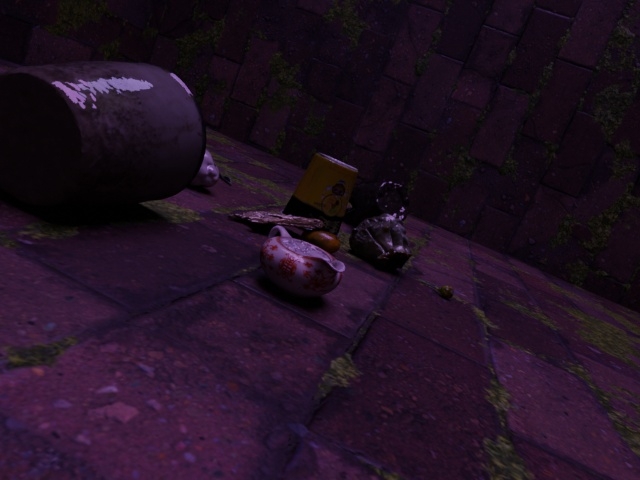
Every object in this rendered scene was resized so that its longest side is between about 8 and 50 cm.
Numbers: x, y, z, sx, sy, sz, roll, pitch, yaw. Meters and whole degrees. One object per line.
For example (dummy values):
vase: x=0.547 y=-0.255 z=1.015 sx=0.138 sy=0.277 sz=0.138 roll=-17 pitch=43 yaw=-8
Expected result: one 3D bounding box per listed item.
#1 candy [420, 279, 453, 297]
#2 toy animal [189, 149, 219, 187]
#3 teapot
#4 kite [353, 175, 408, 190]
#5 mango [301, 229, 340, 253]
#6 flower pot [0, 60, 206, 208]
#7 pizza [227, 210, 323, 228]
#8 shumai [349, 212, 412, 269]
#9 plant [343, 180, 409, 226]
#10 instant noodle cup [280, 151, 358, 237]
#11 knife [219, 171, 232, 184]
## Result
candy: x=0.334 y=0.136 z=1.427 sx=0.035 sy=0.035 sz=0.123 roll=0 pitch=13 yaw=-34
toy animal: x=-0.468 y=-0.265 z=1.443 sx=0.258 sy=0.193 sz=0.357 roll=1 pitch=-22 yaw=42
teapot: x=-0.044 y=0.042 z=0.944 sx=0.159 sy=0.116 sz=0.246 roll=-4 pitch=29 yaw=-39
kite: x=0.170 y=-0.223 z=2.000 sx=0.361 sy=0.022 sz=0.204 roll=12 pitch=-14 yaw=-20
mango: x=0.000 y=0.000 z=1.351 sx=0.114 sy=0.057 sz=0.079 roll=17 pitch=14 yaw=17
flower pot: x=-0.414 y=-0.191 z=0.921 sx=0.294 sy=0.293 sz=0.330 roll=24 pitch=19 yaw=6
pizza: x=-0.128 y=-0.060 z=1.348 sx=0.262 sy=0.034 sz=0.181 roll=4 pitch=5 yaw=-37
shumai: x=0.175 y=0.028 z=1.459 sx=0.184 sy=0.184 sz=0.141 roll=19 pitch=42 yaw=-16
plant: x=0.206 y=-0.123 z=1.941 sx=0.199 sy=0.188 sz=0.276 roll=15 pitch=-13 yaw=-29
instant noodle cup: x=0.009 y=-0.149 z=1.593 sx=0.216 sy=0.235 sz=0.215 roll=24 pitch=10 yaw=-5
knife: x=-0.363 y=-0.239 z=1.837 sx=0.026 sy=0.022 sz=0.184 roll=-16 pitch=33 yaw=-30
